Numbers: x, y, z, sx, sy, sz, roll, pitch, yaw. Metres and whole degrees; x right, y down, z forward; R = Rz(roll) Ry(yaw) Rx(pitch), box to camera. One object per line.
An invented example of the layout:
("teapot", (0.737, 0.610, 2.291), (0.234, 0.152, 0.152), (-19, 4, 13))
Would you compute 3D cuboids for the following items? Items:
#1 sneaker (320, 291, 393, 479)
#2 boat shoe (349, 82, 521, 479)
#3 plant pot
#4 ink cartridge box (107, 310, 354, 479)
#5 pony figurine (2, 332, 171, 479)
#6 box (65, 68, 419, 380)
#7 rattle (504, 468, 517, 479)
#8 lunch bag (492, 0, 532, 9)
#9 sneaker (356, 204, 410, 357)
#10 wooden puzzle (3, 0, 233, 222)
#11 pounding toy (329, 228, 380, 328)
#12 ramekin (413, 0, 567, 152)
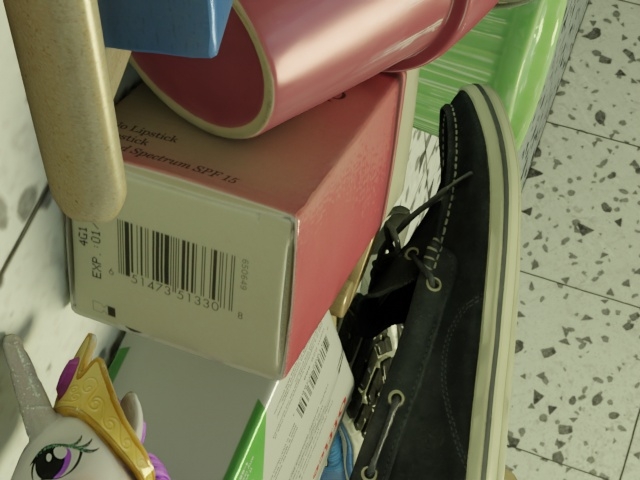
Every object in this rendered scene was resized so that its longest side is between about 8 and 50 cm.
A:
("sneaker", (0.005, 0.186, 1.243), (0.130, 0.147, 0.330), (-53, 136, -49))
("boat shoe", (0.115, 0.053, 1.125), (0.187, 0.156, 0.500), (85, 13, -64))
("plant pot", (-0.018, -0.159, 0.635), (0.180, 0.201, 0.201), (-45, 153, -29))
("ink cartridge box", (-0.074, 0.152, 0.892), (0.289, 0.121, 0.211), (73, 38, -66))
("pony figurine", (-0.101, 0.258, 0.567), (0.303, 0.351, 0.363), (-38, -164, 44))
("box", (-0.042, -0.043, 0.727), (0.232, 0.148, 0.127), (-56, 158, -51))
("rattle", (0.211, 0.367, 1.548), (0.130, 0.199, 0.143), (-36, 141, -67))
("lunch bag", (0.089, -0.353, 0.774), (0.305, 0.212, 0.256), (88, 7, -55))
("sneaker", (0.082, 0.085, 1.443), (0.100, 0.108, 0.271), (-29, 133, -68))
("wooden puzzle", (-0.052, -0.231, 0.381), (0.322, 0.080, 0.348), (91, 2, -50))
("pounding toy", (-0.004, 0.010, 1.024), (0.206, 0.094, 0.181), (-56, 165, -73))
("ramekin", (0.215, -0.260, 1.443), (0.303, 0.148, 0.303), (18, 90, -76))
